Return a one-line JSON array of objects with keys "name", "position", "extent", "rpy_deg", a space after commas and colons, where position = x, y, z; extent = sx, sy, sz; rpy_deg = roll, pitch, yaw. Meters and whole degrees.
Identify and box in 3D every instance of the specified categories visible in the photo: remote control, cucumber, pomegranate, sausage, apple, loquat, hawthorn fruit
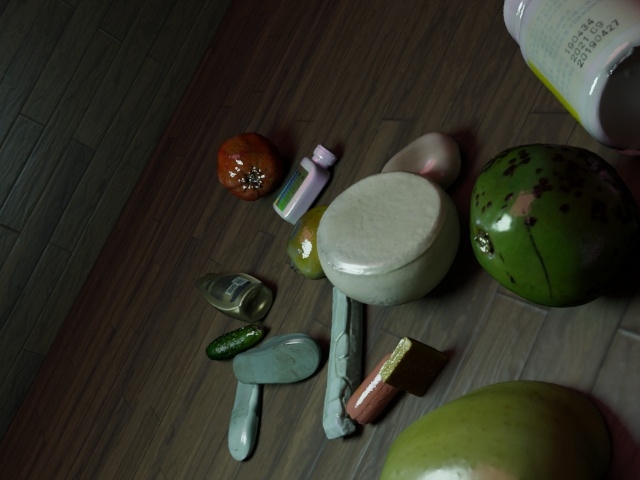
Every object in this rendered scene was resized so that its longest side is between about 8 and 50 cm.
[{"name": "remote control", "position": [-0.184, 0.400, 1.569], "extent": [0.097, 0.045, 0.256], "rpy_deg": [-37, 36, 34]}, {"name": "cucumber", "position": [-0.221, 0.267, 1.715], "extent": [0.227, 0.069, 0.069], "rpy_deg": [-28, 44, 35]}, {"name": "pomegranate", "position": [0.351, -0.028, 0.970], "extent": [0.254, 0.270, 0.255], "rpy_deg": [171, 90, -71]}, {"name": "sausage", "position": [0.109, 0.278, 1.222], "extent": [0.154, 0.062, 0.062], "rpy_deg": [-53, 32, 13]}, {"name": "apple", "position": [0.236, 0.388, 0.927], "extent": [0.360, 0.312, 0.320], "rpy_deg": [-28, -1, 40]}, {"name": "loquat", "position": [0.000, 0.000, 1.534], "extent": [0.195, 0.152, 0.152], "rpy_deg": [-52, 31, -4]}, {"name": "hawthorn fruit", "position": [-0.218, -0.236, 1.987], "extent": [0.205, 0.205, 0.253], "rpy_deg": [-52, 28, 15]}]

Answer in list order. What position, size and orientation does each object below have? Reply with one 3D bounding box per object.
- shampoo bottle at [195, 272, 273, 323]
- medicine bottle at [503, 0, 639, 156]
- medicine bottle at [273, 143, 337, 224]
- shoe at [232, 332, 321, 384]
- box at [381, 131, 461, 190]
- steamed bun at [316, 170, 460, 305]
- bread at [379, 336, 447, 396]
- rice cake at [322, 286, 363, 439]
[{"name": "shampoo bottle", "position": [-0.253, 0.145, 1.834], "extent": [0.126, 0.084, 0.350], "rpy_deg": [-51, 27, -17]}, {"name": "medicine bottle", "position": [0.454, -0.325, 1.062], "extent": [0.213, 0.213, 0.379], "rpy_deg": [-45, 34, 25]}, {"name": "medicine bottle", "position": [-0.039, -0.155, 1.774], "extent": [0.219, 0.078, 0.115], "rpy_deg": [-55, 29, 10]}, {"name": "shoe", "position": [-0.090, 0.268, 1.506], "extent": [0.250, 0.103, 0.100], "rpy_deg": [-19, 5, 32]}, {"name": "box", "position": [0.210, -0.144, 1.391], "extent": [0.200, 0.088, 0.146], "rpy_deg": [-34, 38, 38]}, {"name": "steamed bun", "position": [0.137, 0.009, 1.270], "extent": [0.282, 0.177, 0.283], "rpy_deg": [-16, 45, 17]}, {"name": "bread", "position": [0.165, 0.223, 1.156], "extent": [0.090, 0.094, 0.035], "rpy_deg": [-57, 30, 11]}, {"name": "rice cake", "position": [0.049, 0.240, 1.344], "extent": [0.066, 0.062, 0.337], "rpy_deg": [-41, 36, 46]}]
